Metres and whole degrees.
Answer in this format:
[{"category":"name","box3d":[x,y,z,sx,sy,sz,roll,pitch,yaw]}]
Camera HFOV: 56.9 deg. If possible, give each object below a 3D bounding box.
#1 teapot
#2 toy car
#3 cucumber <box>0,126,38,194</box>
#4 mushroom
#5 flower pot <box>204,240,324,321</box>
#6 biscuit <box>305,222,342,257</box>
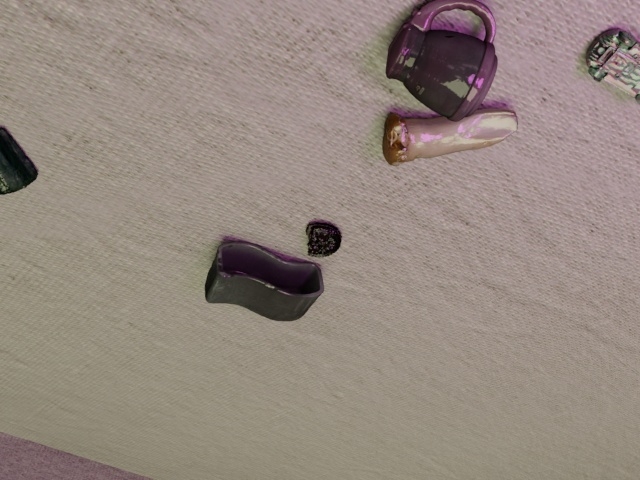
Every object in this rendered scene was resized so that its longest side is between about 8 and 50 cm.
[{"category":"teapot","box3d":[0.167,-0.251,0.815,0.146,0.116,0.148,22,140,-5]},{"category":"toy car","box3d":[0.449,-0.246,0.842,0.142,0.055,0.069,28,133,-6]},{"category":"cucumber","box3d":[-0.582,-0.135,1.032,0.116,0.062,0.115,-8,133,10]},{"category":"mushroom","box3d":[0.200,-0.172,0.934,0.209,0.071,0.084,-8,105,8]},{"category":"flower pot","box3d":[-0.117,0.087,1.213,0.229,0.103,0.108,18,136,-17]},{"category":"biscuit","box3d":[0.000,0.000,1.164,0.087,0.027,0.089,34,130,-31]}]
